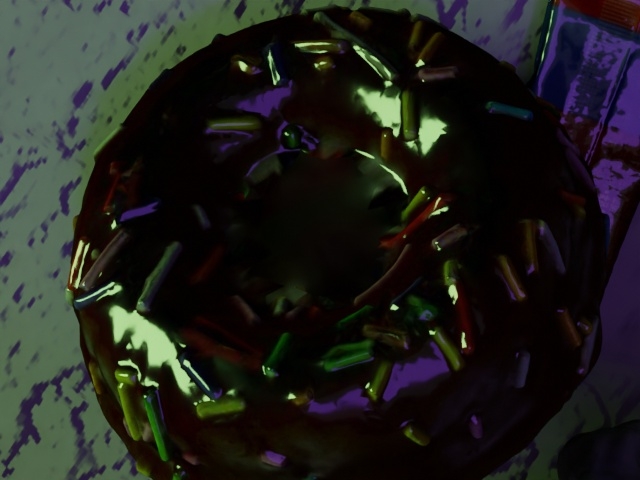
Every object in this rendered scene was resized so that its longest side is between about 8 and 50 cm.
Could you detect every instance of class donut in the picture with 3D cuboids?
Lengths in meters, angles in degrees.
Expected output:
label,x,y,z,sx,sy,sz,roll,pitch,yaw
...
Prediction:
label,x,y,z,sx,sy,sz,roll,pitch,yaw
donut,0.000,0.000,0.773,0.235,0.235,0.089,-27,148,1

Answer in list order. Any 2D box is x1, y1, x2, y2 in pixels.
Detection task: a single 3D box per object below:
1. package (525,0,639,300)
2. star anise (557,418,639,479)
label,x,y,z,sx,sy,sz,roll,pitch,yaw
package,0.116,-0.035,0.869,0.083,0.022,0.200,18,100,-11
star anise,0.176,0.154,0.841,0.316,0.139,0.359,-10,125,27
